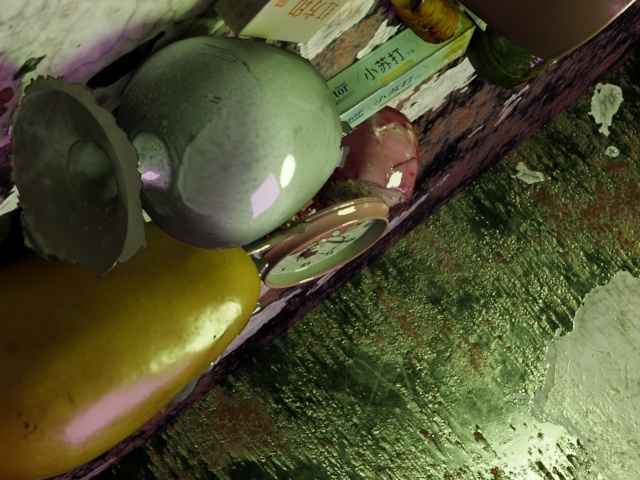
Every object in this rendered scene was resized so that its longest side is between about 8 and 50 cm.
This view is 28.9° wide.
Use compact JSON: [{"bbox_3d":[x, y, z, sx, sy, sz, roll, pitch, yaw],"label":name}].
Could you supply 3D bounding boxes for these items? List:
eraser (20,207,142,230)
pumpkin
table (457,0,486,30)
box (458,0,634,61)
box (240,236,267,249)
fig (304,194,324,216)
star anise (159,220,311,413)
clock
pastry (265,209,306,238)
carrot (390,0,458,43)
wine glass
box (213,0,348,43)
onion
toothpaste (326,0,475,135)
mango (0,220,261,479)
[{"bbox_3d":[-0.199,-0.095,1.498,0.352,0.061,0.089,-36,165,-21],"label":"eraser"},{"bbox_3d":[0.343,-0.355,2.086,0.223,0.157,0.224,-42,-173,7],"label":"pumpkin"},{"bbox_3d":[0.261,-0.380,1.928,0.083,0.062,0.079,-42,171,12],"label":"table"},{"bbox_3d":[0.274,-0.361,1.400,0.301,0.216,0.301,-46,-172,9],"label":"box"},{"bbox_3d":[-0.212,0.044,1.936,0.261,0.116,0.279,-41,170,-3],"label":"box"},{"bbox_3d":[0.028,-0.077,2.361,0.146,0.134,0.201,4,168,-34],"label":"fig"},{"bbox_3d":[-0.183,0.115,1.760,0.316,0.139,0.359,-49,171,37],"label":"star anise"},{"bbox_3d":[-0.001,-0.001,1.977,0.244,0.056,0.244,-26,164,-8],"label":"clock"},{"bbox_3d":[-0.086,-0.012,2.213,0.115,0.097,0.208,-50,169,19],"label":"pastry"},{"bbox_3d":[0.147,-0.326,1.744,0.070,0.070,0.260,-41,168,10],"label":"carrot"},{"bbox_3d":[-0.136,-0.093,1.272,0.323,0.238,0.238,-25,163,-45],"label":"wine glass"},{"bbox_3d":[0.060,-0.353,1.320,0.365,0.051,0.204,-42,172,19],"label":"box"},{"bbox_3d":[0.077,-0.136,2.035,0.200,0.200,0.207,-38,152,-9],"label":"onion"},{"bbox_3d":[0.096,-0.252,1.892,0.313,0.071,0.089,-35,166,-20],"label":"toothpaste"},{"bbox_3d":[-0.282,0.117,1.508,0.445,0.232,0.300,-29,-149,-18],"label":"mango"}]
